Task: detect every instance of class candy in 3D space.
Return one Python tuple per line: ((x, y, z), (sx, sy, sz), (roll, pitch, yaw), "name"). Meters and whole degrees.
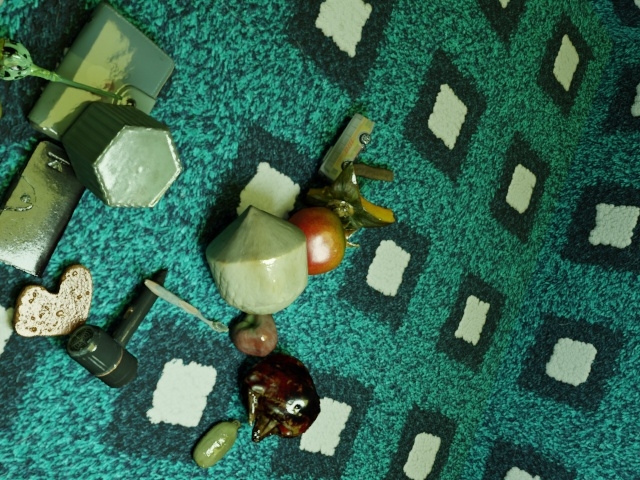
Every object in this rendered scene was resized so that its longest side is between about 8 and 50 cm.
((-0.613, -0.386, 1.516), (0.305, 0.083, 0.091), (14, 97, -23), "candy")

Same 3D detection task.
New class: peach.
((-0.205, 0.297, 2.056), (0.152, 0.152, 0.152), (-10, 105, -41), "peach")

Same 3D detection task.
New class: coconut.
((-0.178, 0.048, 1.911), (0.329, 0.329, 0.329), (-10, 105, -41), "coconut")

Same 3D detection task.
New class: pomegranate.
((0.000, 0.000, 2.098), (0.256, 0.221, 0.221), (-4, 104, -5), "pomegranate")

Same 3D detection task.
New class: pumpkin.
((0.078, -0.127, 2.136), (0.290, 0.258, 0.095), (42, 55, -37), "pumpkin")

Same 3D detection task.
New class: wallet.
((-0.684, -0.081, 1.590), (0.172, 0.045, 0.318), (34, 74, -42), "wallet")
((-0.536, -0.381, 1.637), (0.252, 0.083, 0.360), (34, 81, -40), "wallet")

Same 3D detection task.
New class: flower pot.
((-0.478, -0.207, 1.579), (0.239, 0.189, 0.209), (1, 114, -43), "flower pot")

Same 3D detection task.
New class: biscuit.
((-0.675, 0.150, 1.649), (0.192, 0.036, 0.186), (2, 99, -45), "biscuit")

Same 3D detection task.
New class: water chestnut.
((-0.129, 0.509, 2.087), (0.244, 0.289, 0.289), (-21, 117, -3), "water chestnut")

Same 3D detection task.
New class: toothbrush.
((-0.386, 0.194, 1.884), (0.375, 0.037, 0.028), (45, 52, -49), "toothbrush")

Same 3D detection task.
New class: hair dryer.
((-0.523, 0.204, 1.763), (0.352, 0.107, 0.189), (-63, 143, -27), "hair dryer")

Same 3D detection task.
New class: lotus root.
((-0.320, 0.632, 2.045), (0.183, 0.077, 0.090), (-41, 124, -27), "lotus root")

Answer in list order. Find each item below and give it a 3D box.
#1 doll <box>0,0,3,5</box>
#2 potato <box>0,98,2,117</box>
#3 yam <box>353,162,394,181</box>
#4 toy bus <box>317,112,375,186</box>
((-0.773, -0.494, 1.375), (0.293, 0.119, 0.138), (-50, 162, -24), "doll")
((-0.800, -0.305, 1.362), (0.228, 0.197, 0.148), (-18, 70, -27), "potato")
((0.175, -0.244, 2.335), (0.241, 0.057, 0.057), (4, 96, -44), "yam")
((0.089, -0.302, 2.202), (0.106, 0.092, 0.268), (32, 73, 0), "toy bus")
